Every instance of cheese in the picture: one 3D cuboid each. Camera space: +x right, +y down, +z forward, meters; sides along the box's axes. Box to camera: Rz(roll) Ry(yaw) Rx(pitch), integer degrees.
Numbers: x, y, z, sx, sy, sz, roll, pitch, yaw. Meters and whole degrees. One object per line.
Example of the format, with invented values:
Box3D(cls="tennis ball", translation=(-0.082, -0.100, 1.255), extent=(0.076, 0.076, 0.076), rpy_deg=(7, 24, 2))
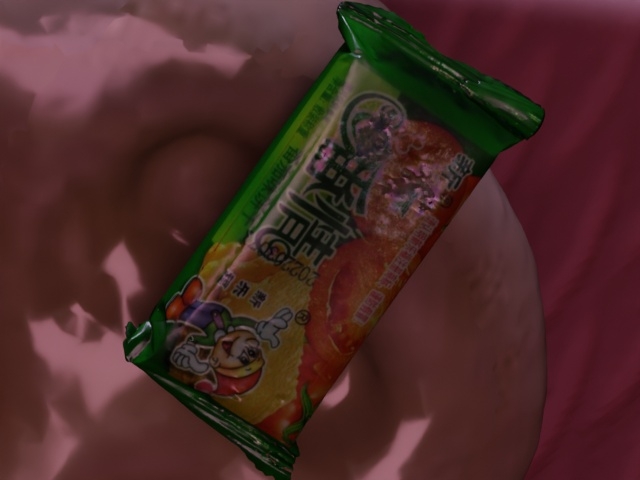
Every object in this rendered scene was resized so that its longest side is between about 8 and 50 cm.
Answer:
Box3D(cls="cheese", translation=(-0.070, 0.023, 0.439), extent=(0.235, 0.117, 0.218), rpy_deg=(20, 101, -11))

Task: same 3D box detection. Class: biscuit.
Box3D(cls="biscuit", translation=(0.000, 0.000, 0.375), extent=(0.046, 0.016, 0.089), rpy_deg=(33, 98, -21))
